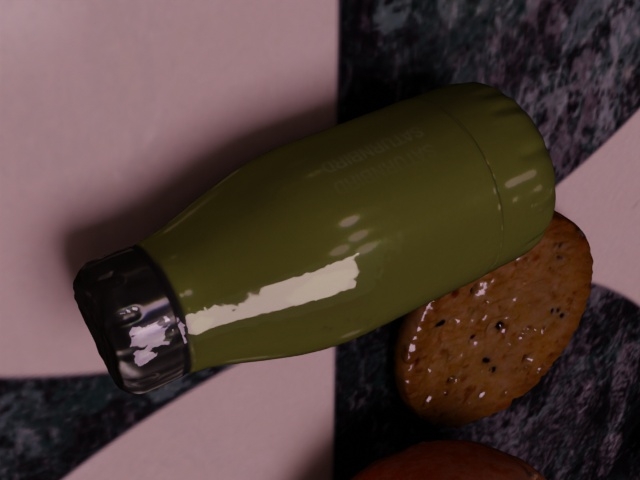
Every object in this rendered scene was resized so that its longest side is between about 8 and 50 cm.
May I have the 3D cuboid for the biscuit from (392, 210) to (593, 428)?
[{"bbox_3d":[0.130,0.059,0.704,0.187,0.027,0.188,-19,128,-26],"label":"biscuit"}]

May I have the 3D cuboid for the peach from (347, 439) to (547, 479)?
[{"bbox_3d":[0.074,0.258,0.664,0.232,0.232,0.233,-19,127,-27],"label":"peach"}]

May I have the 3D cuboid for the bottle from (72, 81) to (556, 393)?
[{"bbox_3d":[0.000,0.000,0.506,0.260,0.112,0.112,-23,129,-24],"label":"bottle"}]
